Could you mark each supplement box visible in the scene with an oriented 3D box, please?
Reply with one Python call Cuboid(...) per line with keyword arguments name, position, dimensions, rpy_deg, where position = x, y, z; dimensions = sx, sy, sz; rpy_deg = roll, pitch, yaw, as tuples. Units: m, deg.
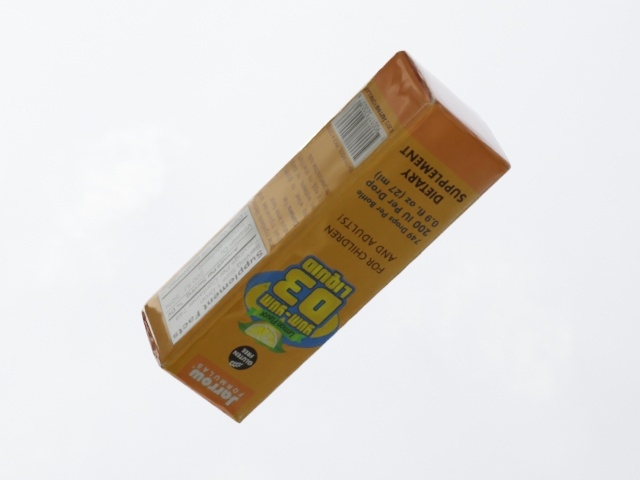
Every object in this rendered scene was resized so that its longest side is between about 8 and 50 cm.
Cuboid(name="supplement box", position=(0.000, 0.000, 1.100), dimensions=(0.233, 0.078, 0.080), rpy_deg=(-44, -148, 14))
